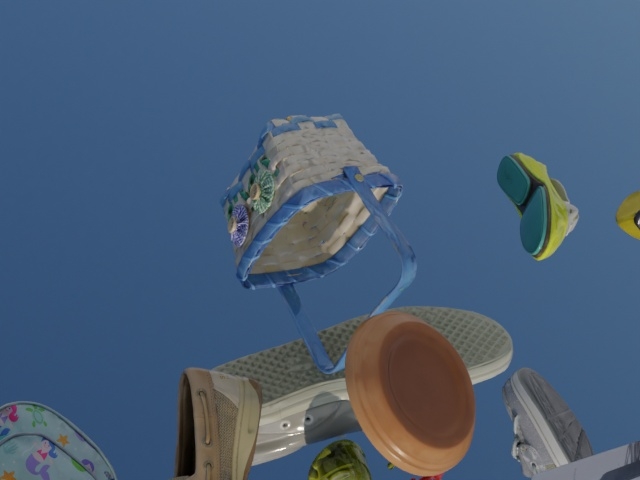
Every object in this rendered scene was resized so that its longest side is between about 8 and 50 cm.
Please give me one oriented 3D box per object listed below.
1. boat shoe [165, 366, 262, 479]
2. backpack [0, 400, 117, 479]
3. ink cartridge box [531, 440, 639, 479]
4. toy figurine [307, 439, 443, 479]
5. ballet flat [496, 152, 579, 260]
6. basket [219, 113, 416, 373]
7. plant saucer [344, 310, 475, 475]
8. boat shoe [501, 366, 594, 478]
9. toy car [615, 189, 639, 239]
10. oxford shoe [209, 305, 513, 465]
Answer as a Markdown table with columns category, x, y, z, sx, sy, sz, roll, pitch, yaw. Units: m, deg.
| category | x | y | z | sx | sy | sz | roll | pitch | yaw |
| --- | --- | --- | --- | --- | --- | --- | --- | --- | --- |
| boat shoe | -0.157 | 0.331 | 2.099 | 0.110 | 0.121 | 0.341 | 15 | -111 | -22 |
| backpack | -0.355 | 0.314 | 1.924 | 0.225 | 0.191 | 0.253 | 44 | -132 | -14 |
| ink cartridge box | 0.315 | 0.242 | 1.463 | 0.158 | 0.218 | 0.092 | 28 | -127 | -34 |
| toy figurine | 0.128 | 0.425 | 2.267 | 0.217 | 0.191 | 0.362 | 57 | 170 | 40 |
| ballet flat | 0.290 | -0.044 | 2.148 | 0.077 | 0.077 | 0.231 | 15 | -154 | -16 |
| basket | 0.000 | 0.000 | 2.185 | 0.201 | 0.255 | 0.289 | -14 | -120 | -40 |
| plant saucer | 0.113 | 0.173 | 1.935 | 0.200 | 0.037 | 0.200 | 23 | -127 | -35 |
| boat shoe | 0.300 | 0.316 | 2.096 | 0.320 | 0.103 | 0.118 | 64 | -159 | 0 |
| toy car | 0.366 | -0.060 | 1.269 | 0.053 | 0.225 | 0.239 | 57 | 160 | -17 |
| oxford shoe | 0.046 | 0.202 | 2.294 | 0.169 | 0.449 | 0.130 | -112 | 8 | -55 |
